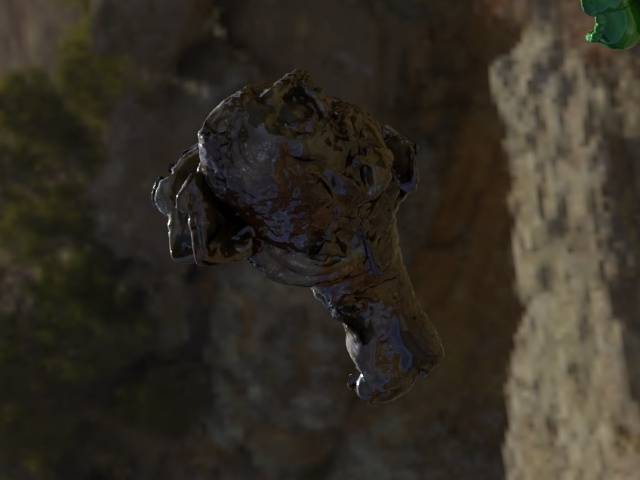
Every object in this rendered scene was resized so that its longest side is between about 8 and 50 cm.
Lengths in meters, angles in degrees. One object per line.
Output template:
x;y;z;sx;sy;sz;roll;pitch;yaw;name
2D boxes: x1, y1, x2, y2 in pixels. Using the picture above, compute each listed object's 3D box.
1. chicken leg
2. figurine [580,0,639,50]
0.005;-0.006;0.960;0.125;0.196;0.080;-47;35;6;chicken leg
0.199;-0.126;0.902;0.094;0.156;0.115;63;179;15;figurine
